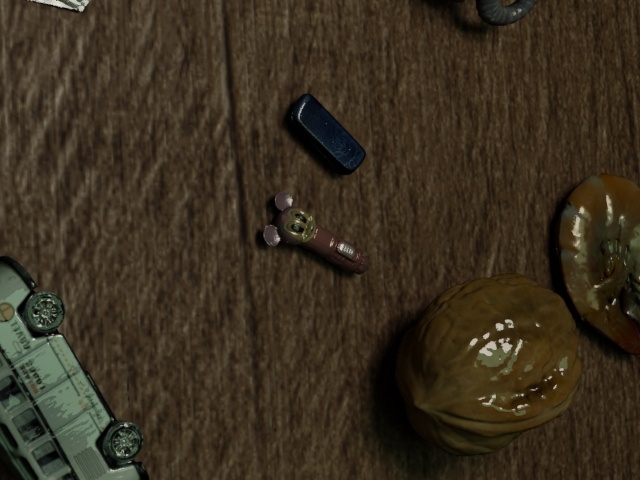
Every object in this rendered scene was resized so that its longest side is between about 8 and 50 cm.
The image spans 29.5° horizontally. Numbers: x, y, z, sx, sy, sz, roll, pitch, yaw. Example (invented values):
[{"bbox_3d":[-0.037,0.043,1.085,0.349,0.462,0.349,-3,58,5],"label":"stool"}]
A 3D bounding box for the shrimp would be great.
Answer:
[{"bbox_3d":[0.330,0.067,1.285,0.152,0.063,0.287,-27,97,-33],"label":"shrimp"}]

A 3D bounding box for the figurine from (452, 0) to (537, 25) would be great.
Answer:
[{"bbox_3d":[0.172,-0.428,1.166,0.261,0.186,0.382,28,74,-19],"label":"figurine"}]

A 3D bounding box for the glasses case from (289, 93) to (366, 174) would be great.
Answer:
[{"bbox_3d":[0.004,-0.093,1.093,0.083,0.023,0.033,44,66,-22],"label":"glasses case"}]

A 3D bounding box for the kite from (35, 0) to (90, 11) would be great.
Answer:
[{"bbox_3d":[-0.219,-0.299,0.964,0.127,0.016,0.229,19,74,-36],"label":"kite"}]

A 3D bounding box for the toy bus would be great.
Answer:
[{"bbox_3d":[-0.206,0.110,0.879,0.089,0.087,0.194,-33,105,-24],"label":"toy bus"}]

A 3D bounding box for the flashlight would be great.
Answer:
[{"bbox_3d":[0.000,0.000,1.073,0.110,0.031,0.052,29,68,-30],"label":"flashlight"}]

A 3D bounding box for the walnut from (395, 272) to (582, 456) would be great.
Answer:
[{"bbox_3d":[0.148,0.113,1.095,0.184,0.155,0.155,-22,97,-34],"label":"walnut"}]
